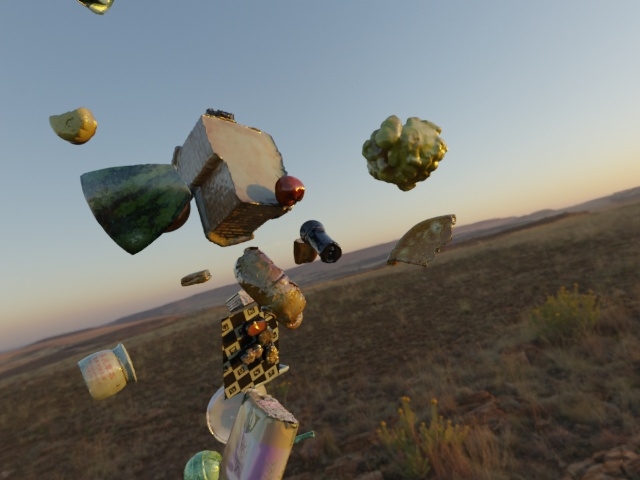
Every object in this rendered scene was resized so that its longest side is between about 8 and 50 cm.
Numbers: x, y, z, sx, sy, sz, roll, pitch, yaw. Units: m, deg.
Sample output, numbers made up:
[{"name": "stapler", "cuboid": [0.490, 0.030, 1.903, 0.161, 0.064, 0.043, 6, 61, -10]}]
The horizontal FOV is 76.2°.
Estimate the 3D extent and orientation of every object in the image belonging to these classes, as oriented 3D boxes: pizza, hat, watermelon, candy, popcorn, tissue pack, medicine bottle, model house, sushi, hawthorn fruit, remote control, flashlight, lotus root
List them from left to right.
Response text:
[{"name": "hat", "cuboid": [-0.639, -0.723, 1.158, 0.078, 0.138, 0.191, 31, 14, 16]}, {"name": "medicine bottle", "cuboid": [-0.688, 0.427, 1.328, 0.143, 0.147, 0.147, -22, 1, -32]}, {"name": "watermelon", "cuboid": [-0.569, -0.162, 1.295, 0.283, 0.250, 0.292, -31, 39, -2]}, {"name": "model house", "cuboid": [-0.389, -0.219, 1.752, 0.400, 0.445, 0.395, -37, -24, 32]}, {"name": "medicine bottle", "cuboid": [-0.320, 0.651, 1.630, 0.214, 0.213, 0.378, -14, -8, -8]}, {"name": "candy", "cuboid": [-0.231, 0.701, 1.339, 0.440, 0.119, 0.119, -18, -4, -3]}, {"name": "tissue pack", "cuboid": [-0.285, 0.222, 1.683, 0.173, 0.073, 0.235, -28, -4, -29]}, {"name": "sushi", "cuboid": [-0.181, 0.316, 1.158, 0.193, 0.279, 0.043, -15, 28, -38]}, {"name": "tissue pack", "cuboid": [-0.160, 0.538, 1.029, 0.123, 0.256, 0.215, 20, -9, -23]}, {"name": "remote control", "cuboid": [-0.187, 0.475, 1.429, 0.061, 0.029, 0.162, -2, 6, 42]}, {"name": "hawthorn fruit", "cuboid": [-0.120, -0.200, 1.601, 0.125, 0.140, 0.125, -4, -24, -2]}, {"name": "lotus root", "cuboid": [-0.056, 0.043, 1.890, 0.095, 0.135, 0.159, 21, 32, 28]}, {"name": "flashlight", "cuboid": [0.000, 0.000, 1.271, 0.093, 0.093, 0.232, -13, 19, -13]}, {"name": "popcorn", "cuboid": [0.251, -0.272, 1.309, 0.242, 0.235, 0.250, 27, -32, -4]}, {"name": "pizza", "cuboid": [0.335, 0.005, 1.320, 0.271, 0.134, 0.056, -43, -32, -6]}]

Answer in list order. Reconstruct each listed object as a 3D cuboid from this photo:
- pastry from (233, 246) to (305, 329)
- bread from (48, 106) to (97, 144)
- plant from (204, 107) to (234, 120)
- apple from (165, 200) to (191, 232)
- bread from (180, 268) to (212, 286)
[{"name": "pastry", "cuboid": [-0.121, 0.114, 0.995, 0.100, 0.229, 0.218, -46, -9, -7]}, {"name": "bread", "cuboid": [-0.925, -0.425, 1.532, 0.156, 0.125, 0.086, -9, 2, 5]}, {"name": "plant", "cuboid": [-0.495, -0.479, 1.927, 0.149, 0.274, 0.146, 3, 26, -35]}, {"name": "apple", "cuboid": [-0.613, -0.132, 1.579, 0.188, 0.211, 0.211, 3, 3, 24]}, {"name": "bread", "cuboid": [-0.556, 0.170, 1.825, 0.132, 0.053, 0.074, -16, 5, 5]}]
